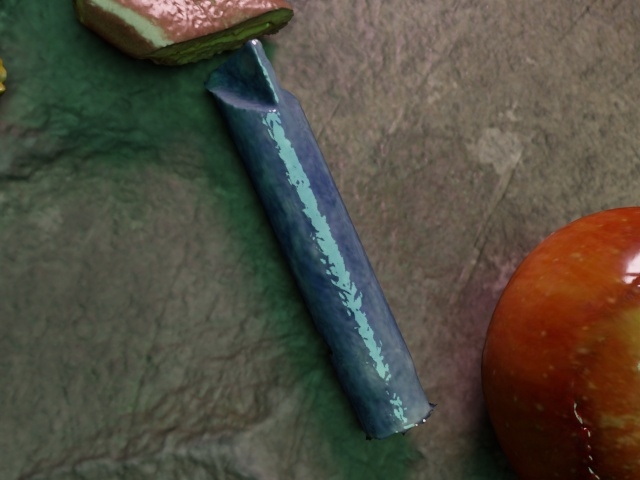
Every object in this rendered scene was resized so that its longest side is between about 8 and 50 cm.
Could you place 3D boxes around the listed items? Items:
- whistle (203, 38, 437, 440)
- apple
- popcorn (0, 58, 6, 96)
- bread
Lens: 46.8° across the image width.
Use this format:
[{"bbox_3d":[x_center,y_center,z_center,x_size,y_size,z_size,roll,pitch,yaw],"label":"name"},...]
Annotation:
[{"bbox_3d":[0.000,0.000,0.556,0.062,0.062,0.304,-25,92,-21],"label":"whistle"},{"bbox_3d":[0.250,0.112,0.558,0.271,0.206,0.252,32,84,-10],"label":"apple"},{"bbox_3d":[-0.247,-0.105,0.473,0.082,0.083,0.057,-10,92,-52],"label":"popcorn"},{"bbox_3d":[-0.123,-0.180,0.530,0.192,0.067,0.119,35,65,-14],"label":"bread"}]
